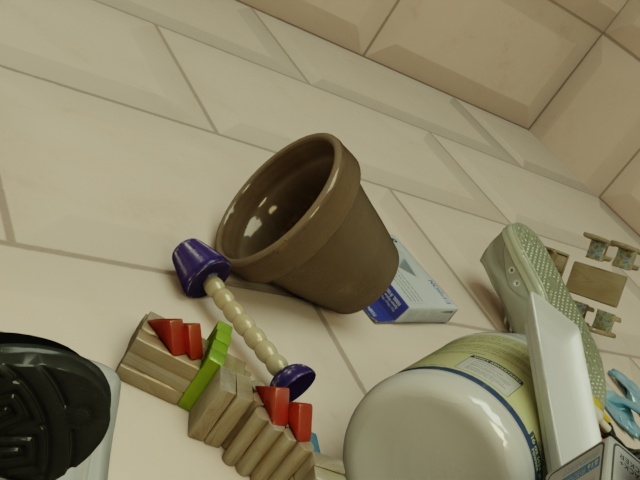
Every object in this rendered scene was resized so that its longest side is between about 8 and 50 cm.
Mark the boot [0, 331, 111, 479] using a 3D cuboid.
[{"bbox_3d":[-0.342,0.080,0.669,0.348,0.131,0.260,-7,35,-5],"label":"boot"}]

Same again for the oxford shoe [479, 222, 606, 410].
[{"bbox_3d":[0.449,0.171,1.677,0.169,0.130,0.449,17,44,-41],"label":"oxford shoe"}]

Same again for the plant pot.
[{"bbox_3d":[0.000,0.000,1.310,0.229,0.263,0.263,44,18,-28],"label":"plant pot"}]

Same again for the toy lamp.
[{"bbox_3d":[-0.115,0.105,1.132,0.080,0.080,0.274,-2,46,-53],"label":"toy lamp"}]

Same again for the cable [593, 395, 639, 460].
[{"bbox_3d":[0.534,0.367,1.468,0.287,0.072,0.139,34,36,-5],"label":"cable"}]

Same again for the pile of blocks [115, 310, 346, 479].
[{"bbox_3d":[-0.077,0.189,0.977,0.362,0.112,0.149,39,25,10],"label":"pile of blocks"}]

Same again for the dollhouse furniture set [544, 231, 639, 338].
[{"bbox_3d":[0.582,0.082,1.902,0.161,0.212,0.242,16,4,-39],"label":"dollhouse furniture set"}]

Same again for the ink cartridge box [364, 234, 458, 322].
[{"bbox_3d":[0.123,0.064,1.539,0.224,0.045,0.223,4,38,-48],"label":"ink cartridge box"}]

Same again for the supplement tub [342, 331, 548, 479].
[{"bbox_3d":[0.201,0.249,1.065,0.235,0.235,0.325,43,26,19],"label":"supplement tub"}]

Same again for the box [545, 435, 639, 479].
[{"bbox_3d":[0.254,0.323,0.664,0.169,0.087,0.290,39,36,-5],"label":"box"}]

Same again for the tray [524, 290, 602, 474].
[{"bbox_3d":[0.289,0.206,0.970,0.145,0.030,0.270,33,45,-44],"label":"tray"}]

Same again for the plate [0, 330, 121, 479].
[{"bbox_3d":[-0.323,0.170,0.786,0.277,0.045,0.278,23,26,-22],"label":"plate"}]

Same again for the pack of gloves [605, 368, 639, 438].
[{"bbox_3d":[0.655,0.332,1.721,0.195,0.046,0.232,17,30,-32],"label":"pack of gloves"}]
